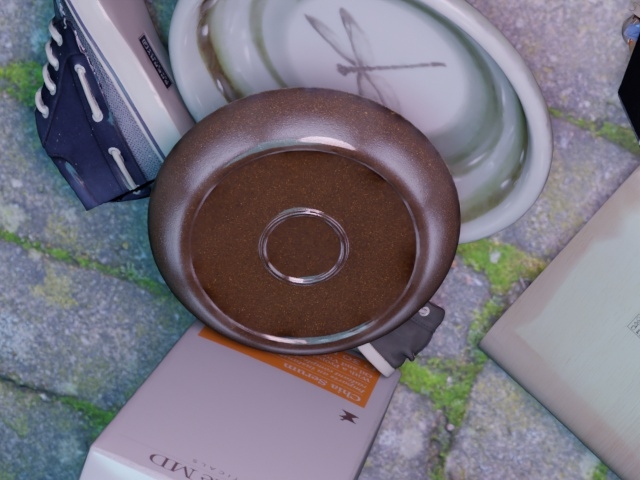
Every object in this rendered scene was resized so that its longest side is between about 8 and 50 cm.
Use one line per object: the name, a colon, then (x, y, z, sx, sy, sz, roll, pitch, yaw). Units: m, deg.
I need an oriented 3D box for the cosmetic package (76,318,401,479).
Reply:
cosmetic package: (-0.083, 0.226, 1.832, 0.230, 0.453, 0.161, 23, 110, 4)

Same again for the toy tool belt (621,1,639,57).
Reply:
toy tool belt: (0.329, -0.220, 1.824, 0.052, 0.051, 0.083, 30, 110, 2)

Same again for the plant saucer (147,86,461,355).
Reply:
plant saucer: (-0.016, -0.003, 1.812, 0.311, 0.050, 0.310, 0, 122, 0)

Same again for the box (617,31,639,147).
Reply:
box: (0.484, -0.221, 1.700, 0.312, 0.179, 0.343, 17, 110, -3)

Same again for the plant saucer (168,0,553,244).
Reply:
plant saucer: (0.049, -0.161, 1.823, 0.400, 0.100, 0.400, 18, 145, 13)

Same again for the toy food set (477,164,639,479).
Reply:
toy food set: (0.336, 0.079, 1.905, 0.220, 0.092, 0.306, 43, 109, 9)

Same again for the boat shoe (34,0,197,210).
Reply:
boat shoe: (-0.251, -0.188, 1.919, 0.158, 0.127, 0.340, -24, 99, 21)

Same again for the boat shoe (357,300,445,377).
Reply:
boat shoe: (0.000, 0.000, 1.915, 0.095, 0.112, 0.335, -42, 113, 0)
